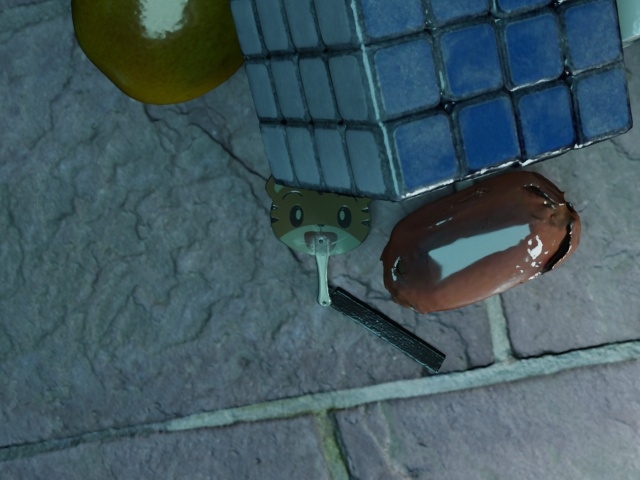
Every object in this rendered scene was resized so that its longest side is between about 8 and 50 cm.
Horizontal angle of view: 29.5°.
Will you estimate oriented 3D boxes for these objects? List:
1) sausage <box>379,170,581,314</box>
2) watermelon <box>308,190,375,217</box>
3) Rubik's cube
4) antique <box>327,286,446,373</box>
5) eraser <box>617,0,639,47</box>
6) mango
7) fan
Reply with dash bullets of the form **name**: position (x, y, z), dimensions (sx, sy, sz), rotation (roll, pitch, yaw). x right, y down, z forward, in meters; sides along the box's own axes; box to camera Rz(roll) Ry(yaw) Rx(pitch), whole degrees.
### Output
- **sausage**: position (0.211, 0.006, 1.647), dimensions (0.279, 0.152, 0.152), rotation (-25, 102, 16)
- **watermelon**: position (0.044, -0.107, 1.690), dimensions (0.139, 0.071, 0.187), rotation (22, 111, -1)
- **Rubik's cube**: position (0.113, -0.257, 1.417), dimensions (0.337, 0.343, 0.345), rotation (-17, 103, -22)
- **antique**: position (0.098, 0.131, 1.782), dimensions (0.192, 0.015, 0.031), rotation (33, 112, -1)
- **eraser**: position (0.300, -0.426, 1.462), dimensions (0.098, 0.096, 0.404), rotation (-21, 90, 23)
- **mango**: position (-0.182, -0.364, 1.574), dimensions (0.263, 0.221, 0.378), rotation (25, 101, 7)
- **fan**: position (0.000, 0.000, 1.718), dimensions (0.152, 0.008, 0.227), rotation (1, 121, 4)
